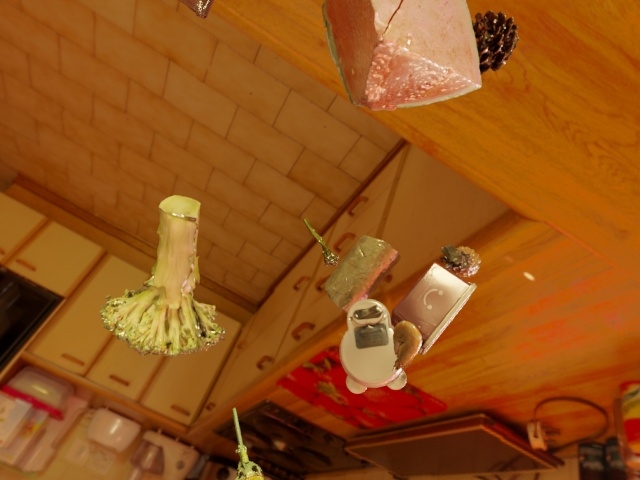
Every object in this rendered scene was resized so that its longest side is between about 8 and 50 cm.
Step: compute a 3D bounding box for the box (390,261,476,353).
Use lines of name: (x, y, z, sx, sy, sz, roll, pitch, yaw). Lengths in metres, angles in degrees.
box: (0.380, 0.228, 1.468, 0.167, 0.294, 0.193, 38, 163, 23)

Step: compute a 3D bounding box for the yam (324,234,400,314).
yam: (0.134, 0.112, 1.433, 0.161, 0.268, 0.161, 36, -179, -1)

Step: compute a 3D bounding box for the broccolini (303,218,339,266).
broccolini: (0.000, -0.001, 1.279, 0.044, 0.218, 0.042, -13, 137, -18)

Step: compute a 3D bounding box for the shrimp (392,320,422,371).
shrimp: (0.140, 0.180, 0.726, 0.059, 0.023, 0.108, 51, 137, 35)

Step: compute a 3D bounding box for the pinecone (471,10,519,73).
pinecone: (0.385, -0.466, 0.994, 0.120, 0.140, 0.140, 19, 147, -28)

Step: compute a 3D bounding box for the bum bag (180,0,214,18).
bum bag: (-0.396, -0.744, 1.261, 0.159, 0.109, 0.026, 26, 159, -23)

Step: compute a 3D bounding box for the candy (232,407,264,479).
candy: (-0.247, 0.655, 1.344, 0.083, 0.305, 0.091, 5, 120, -26)

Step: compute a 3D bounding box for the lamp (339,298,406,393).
lamp: (0.140, 0.287, 1.169, 0.179, 0.246, 0.108, -6, 159, 2)

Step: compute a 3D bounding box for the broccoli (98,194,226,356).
broccoli: (-0.354, 0.081, 0.954, 0.252, 0.221, 0.362, 4, 109, 22)

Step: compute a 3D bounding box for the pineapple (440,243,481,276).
pineapple: (0.529, 0.073, 1.628, 0.128, 0.128, 0.248, -7, 168, 33)

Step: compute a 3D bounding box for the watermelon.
watermelon: (0.088, -0.373, 0.715, 0.222, 0.319, 0.292, -14, 90, 48)
